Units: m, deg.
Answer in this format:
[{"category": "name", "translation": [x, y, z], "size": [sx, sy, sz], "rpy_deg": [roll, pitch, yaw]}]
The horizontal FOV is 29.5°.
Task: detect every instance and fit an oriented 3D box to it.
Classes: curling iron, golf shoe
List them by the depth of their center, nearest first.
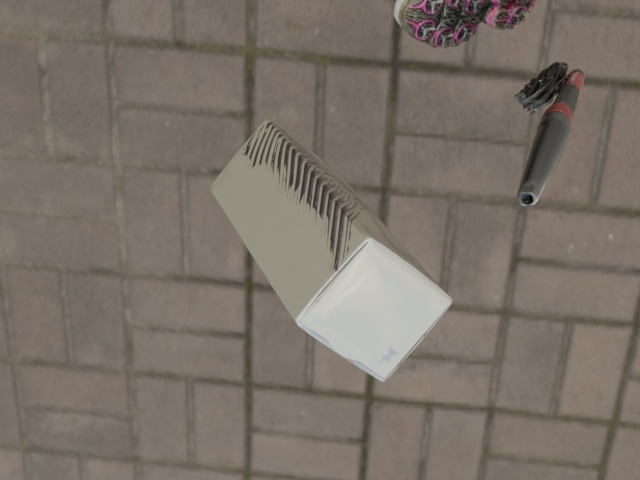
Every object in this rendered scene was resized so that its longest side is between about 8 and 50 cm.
[{"category": "curling iron", "translation": [0.206, -0.097, 1.114], "size": [0.068, 0.274, 0.035], "rpy_deg": [-33, 107, 28]}, {"category": "golf shoe", "translation": [0.127, -0.235, 1.179], "size": [0.086, 0.186, 0.067], "rpy_deg": [39, 128, 30]}]

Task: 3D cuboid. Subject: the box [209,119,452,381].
[{"category": "box", "translation": [0.000, 0.000, 1.071], "size": [0.113, 0.275, 0.094], "rpy_deg": [36, 98, -33]}]
